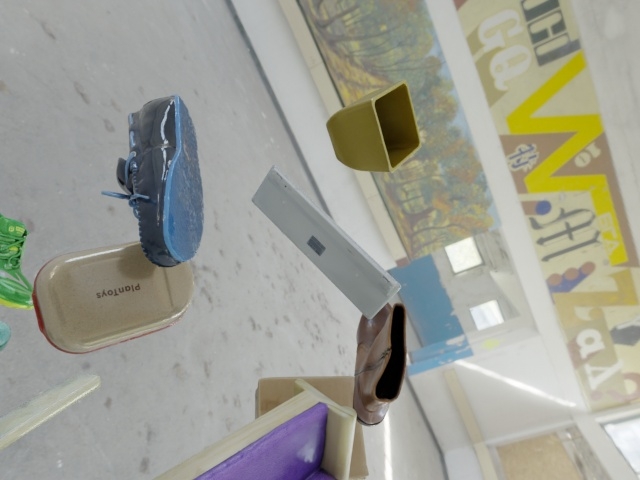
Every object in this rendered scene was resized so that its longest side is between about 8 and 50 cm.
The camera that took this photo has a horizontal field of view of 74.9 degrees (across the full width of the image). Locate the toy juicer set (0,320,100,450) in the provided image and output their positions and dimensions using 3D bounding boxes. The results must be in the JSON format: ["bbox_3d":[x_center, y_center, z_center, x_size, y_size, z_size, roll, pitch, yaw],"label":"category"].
[{"bbox_3d":[-0.362,0.092,0.291,0.329,0.090,0.209,25,27,-4],"label":"toy juicer set"}]

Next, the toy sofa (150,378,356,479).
[{"bbox_3d":[-0.095,0.337,0.514,0.362,0.177,0.150,-14,114,-44],"label":"toy sofa"}]

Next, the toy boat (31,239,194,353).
[{"bbox_3d":[-0.330,0.087,0.684,0.231,0.151,0.151,-13,88,-35],"label":"toy boat"}]

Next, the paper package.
[{"bbox_3d":[-0.039,0.589,1.304,0.168,0.324,0.310,110,-22,-57],"label":"paper package"}]

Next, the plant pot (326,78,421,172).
[{"bbox_3d":[0.056,-0.128,0.487,0.081,0.083,0.082,-42,120,-40],"label":"plant pot"}]

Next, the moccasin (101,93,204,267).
[{"bbox_3d":[-0.257,-0.093,0.663,0.138,0.116,0.342,77,-1,-49],"label":"moccasin"}]

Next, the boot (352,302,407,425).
[{"bbox_3d":[0.104,0.177,0.742,0.280,0.096,0.264,88,19,-57],"label":"boot"}]

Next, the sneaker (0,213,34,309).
[{"bbox_3d":[-0.678,0.015,0.873,0.296,0.123,0.109,54,-5,7],"label":"sneaker"}]

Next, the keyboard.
[{"bbox_3d":[0.000,0.000,0.599,0.256,0.072,0.014,45,33,14],"label":"keyboard"}]
